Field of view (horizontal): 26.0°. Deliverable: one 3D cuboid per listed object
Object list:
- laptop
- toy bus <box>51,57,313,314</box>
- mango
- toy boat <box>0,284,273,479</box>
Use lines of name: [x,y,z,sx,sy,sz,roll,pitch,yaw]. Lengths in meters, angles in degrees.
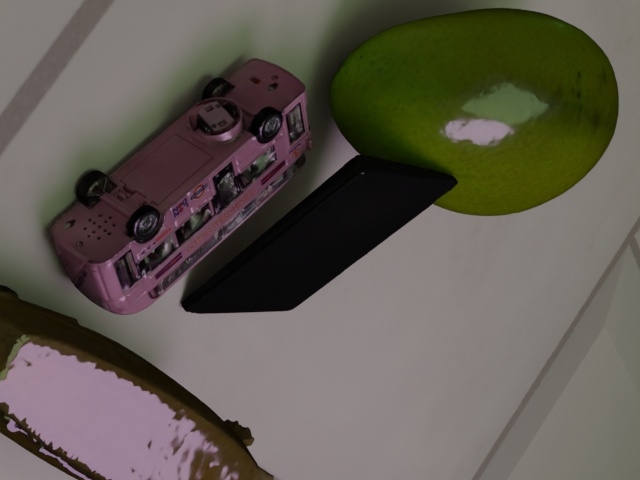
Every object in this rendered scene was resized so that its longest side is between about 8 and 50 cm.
laptop: [0.000,0.000,1.047,0.197,0.016,0.135,-37,156,29]
toy bus: [-0.090,-0.037,0.939,0.203,0.063,0.090,-43,148,-24]
mango: [0.137,-0.106,1.111,0.185,0.149,0.273,-25,160,26]
toy boat: [-0.153,0.107,0.907,0.321,0.121,0.089,40,81,-45]
